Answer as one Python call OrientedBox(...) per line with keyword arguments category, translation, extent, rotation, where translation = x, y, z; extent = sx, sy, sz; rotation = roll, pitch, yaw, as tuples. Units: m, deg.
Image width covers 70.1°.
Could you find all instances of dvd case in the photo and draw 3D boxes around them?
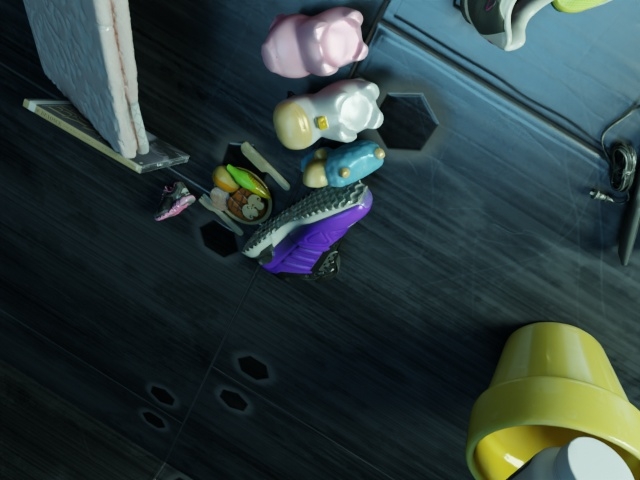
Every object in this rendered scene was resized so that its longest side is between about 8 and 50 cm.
OrientedBox(category="dvd case", translation=(-0.361, -0.189, 0.797), extent=(0.221, 0.164, 0.018), rotation=(30, 110, 2))

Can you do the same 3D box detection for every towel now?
OrientedBox(category="towel", translation=(-0.363, -0.329, 0.672), extent=(0.332, 0.053, 0.317), rotation=(42, 142, 26))

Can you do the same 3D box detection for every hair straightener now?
OrientedBox(category="hair straightener", translation=(0.404, -0.065, 0.596), extent=(0.089, 0.047, 0.231), rotation=(-1, 123, 26))

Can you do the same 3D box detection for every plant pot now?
OrientedBox(category="plant pot", translation=(0.377, 0.272, 0.732), extent=(0.253, 0.239, 0.254), rotation=(13, 128, 17))

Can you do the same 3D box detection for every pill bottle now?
OrientedBox(category="pill bottle", translation=(0.304, 0.330, 0.580), extent=(0.107, 0.108, 0.180), rotation=(23, 131, 8))

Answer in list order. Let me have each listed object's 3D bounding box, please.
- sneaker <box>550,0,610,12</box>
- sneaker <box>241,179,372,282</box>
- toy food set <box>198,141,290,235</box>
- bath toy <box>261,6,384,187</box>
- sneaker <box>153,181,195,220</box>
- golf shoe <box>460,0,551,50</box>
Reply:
OrientedBox(category="sneaker", translation=(0.318, -0.289, 0.431), extent=(0.081, 0.094, 0.208), rotation=(49, 141, -15))
OrientedBox(category="sneaker", translation=(0.000, 0.000, 0.812), extent=(0.293, 0.102, 0.146), rotation=(-25, 115, 42))
OrientedBox(category="toy food set", translation=(-0.153, -0.081, 0.856), extent=(0.132, 0.038, 0.192), rotation=(43, 131, -9))
OrientedBox(category="bath toy", translation=(-0.012, -0.248, 0.616), extent=(0.129, 0.151, 0.348), rotation=(47, 155, 52))
OrientedBox(category="sneaker", translation=(-0.307, -0.082, 0.932), extent=(0.119, 0.047, 0.057), rotation=(-26, 95, 33))
OrientedBox(category="golf shoe", translation=(0.249, -0.309, 0.427), extent=(0.273, 0.105, 0.120), rotation=(-47, 53, 46))
